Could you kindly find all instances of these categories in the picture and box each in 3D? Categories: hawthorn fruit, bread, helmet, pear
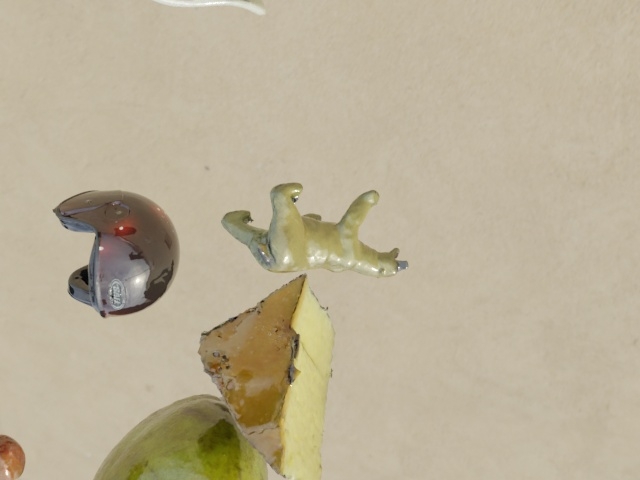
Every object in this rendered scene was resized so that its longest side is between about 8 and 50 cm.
[{"bbox_3d":[-0.437,0.284,1.147,0.066,0.067,0.103,4,127,27],"label":"hawthorn fruit"},{"bbox_3d":[-0.035,0.250,1.536,0.315,0.279,0.248,42,165,36],"label":"bread"},{"bbox_3d":[-0.322,0.020,1.369,0.193,0.216,0.189,0,127,-7],"label":"helmet"},{"bbox_3d":[-0.268,0.498,1.673,0.352,0.413,0.352,21,143,17],"label":"pear"}]

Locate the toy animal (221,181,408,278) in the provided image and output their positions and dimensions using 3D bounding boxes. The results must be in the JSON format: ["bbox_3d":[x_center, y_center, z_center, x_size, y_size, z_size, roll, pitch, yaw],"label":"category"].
[{"bbox_3d":[0.000,0.000,1.033,0.218,0.101,0.103,3,151,-37],"label":"toy animal"}]

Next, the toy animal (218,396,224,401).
[{"bbox_3d":[-0.172,0.369,1.872,0.195,0.090,0.324,47,137,5],"label":"toy animal"}]

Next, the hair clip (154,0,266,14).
[{"bbox_3d":[-0.188,-0.363,1.061,0.282,0.172,0.113,6,127,-23],"label":"hair clip"}]
